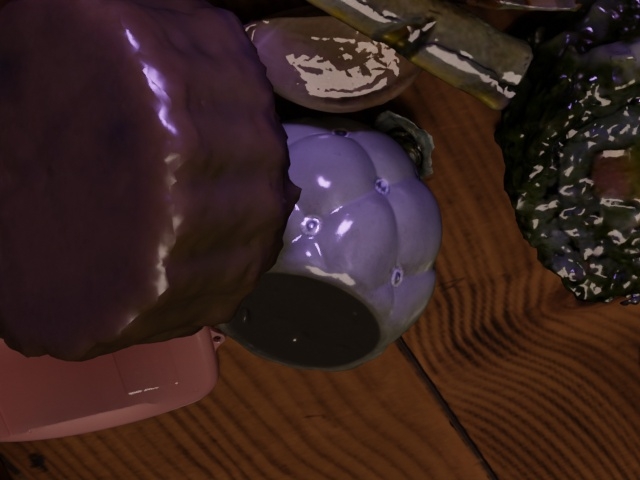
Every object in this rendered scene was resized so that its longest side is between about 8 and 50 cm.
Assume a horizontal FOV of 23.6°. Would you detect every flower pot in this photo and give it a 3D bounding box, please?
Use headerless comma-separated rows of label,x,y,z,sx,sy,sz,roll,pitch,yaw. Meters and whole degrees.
flower pot,0.000,0.000,1.467,0.246,0.195,0.246,10,145,7

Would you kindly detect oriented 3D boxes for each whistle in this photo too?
whistle,0.036,-0.214,1.325,0.326,0.068,0.057,28,148,-12

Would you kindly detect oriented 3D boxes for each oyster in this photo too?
oyster,0.081,-0.090,1.515,0.098,0.037,0.100,30,142,-20

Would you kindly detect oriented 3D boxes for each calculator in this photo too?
calculator,-0.266,0.138,1.696,0.330,0.048,0.220,-12,134,0

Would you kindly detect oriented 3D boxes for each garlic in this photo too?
garlic,0.016,-0.169,1.406,0.196,0.087,0.101,-5,119,-1

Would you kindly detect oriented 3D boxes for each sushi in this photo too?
sushi,0.337,-0.112,1.439,0.352,0.178,0.294,-16,132,13

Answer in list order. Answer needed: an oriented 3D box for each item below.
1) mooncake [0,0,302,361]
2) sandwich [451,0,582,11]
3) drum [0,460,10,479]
mooncake,-0.177,-0.060,1.327,0.187,0.324,0.324,-8,147,-48
sandwich,0.167,-0.210,1.327,0.079,0.163,0.113,0,135,-8
drum,-0.552,0.388,1.758,0.431,0.214,0.431,-7,129,-8
